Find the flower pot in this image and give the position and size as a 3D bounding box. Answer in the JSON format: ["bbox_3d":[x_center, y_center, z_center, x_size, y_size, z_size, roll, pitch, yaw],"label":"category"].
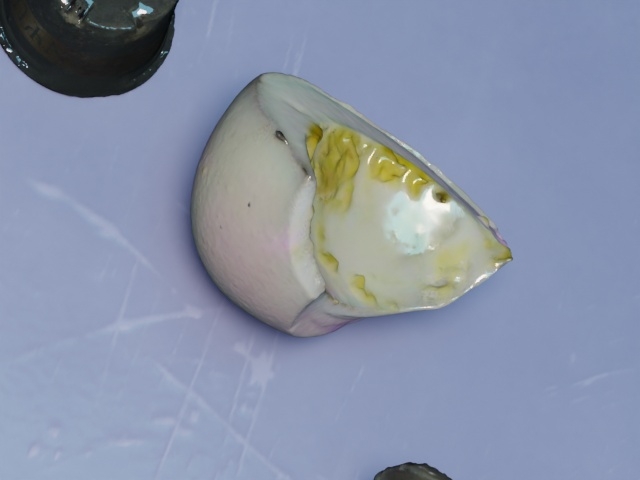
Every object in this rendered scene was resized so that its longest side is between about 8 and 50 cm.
[{"bbox_3d":[-0.180,-0.205,1.348,0.157,0.107,0.157,6,71,-19],"label":"flower pot"}]

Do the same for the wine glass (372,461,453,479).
[{"bbox_3d":[-0.050,0.336,1.167,0.406,0.267,0.267,-26,85,-32],"label":"wine glass"}]

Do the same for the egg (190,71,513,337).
[{"bbox_3d":[-0.006,-0.011,1.333,0.271,0.161,0.206,17,28,-51],"label":"egg"}]
